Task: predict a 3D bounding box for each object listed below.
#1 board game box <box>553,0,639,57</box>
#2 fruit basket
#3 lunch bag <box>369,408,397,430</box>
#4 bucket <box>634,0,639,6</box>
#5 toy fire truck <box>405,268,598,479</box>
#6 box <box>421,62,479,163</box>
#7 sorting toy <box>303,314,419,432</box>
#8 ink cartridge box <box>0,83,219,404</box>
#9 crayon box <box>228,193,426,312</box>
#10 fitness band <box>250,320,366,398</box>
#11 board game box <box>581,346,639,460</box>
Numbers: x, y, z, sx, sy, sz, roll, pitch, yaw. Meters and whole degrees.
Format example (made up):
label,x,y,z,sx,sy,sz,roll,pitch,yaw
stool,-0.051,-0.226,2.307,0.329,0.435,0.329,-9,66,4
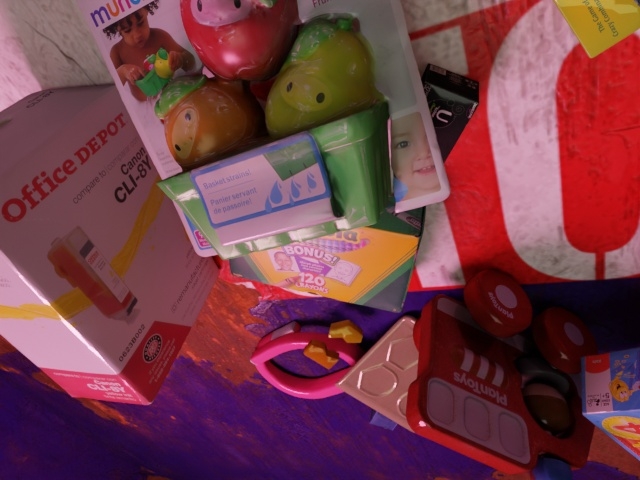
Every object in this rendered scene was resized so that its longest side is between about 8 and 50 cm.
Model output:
label,x,y,z,sx,sy,sz,roll,pitch,yaw
board game box,0.175,-0.238,0.326,0.181,0.092,0.043,41,132,-21
fruit basket,-0.074,-0.161,0.428,0.326,0.165,0.353,-12,114,22
lunch bag,0.154,0.386,0.975,0.065,0.067,0.098,16,138,5
bucket,0.300,-0.226,0.171,0.183,0.281,0.281,16,137,6
toy fire truck,0.267,0.210,0.622,0.302,0.254,0.169,28,136,-9
box,0.127,-0.137,0.474,0.062,0.052,0.083,21,136,0
sorting toy,0.136,0.234,0.820,0.307,0.041,0.229,35,114,-13
ink cartridge box,-0.332,0.015,0.626,0.160,0.279,0.385,0,134,19
crayon box,0.000,0.000,0.635,0.278,0.081,0.165,11,136,9
fitness band,-0.030,0.272,0.939,0.209,0.054,0.290,38,135,-18
board game box,0.538,0.222,0.491,0.308,0.086,0.302,37,141,-13
